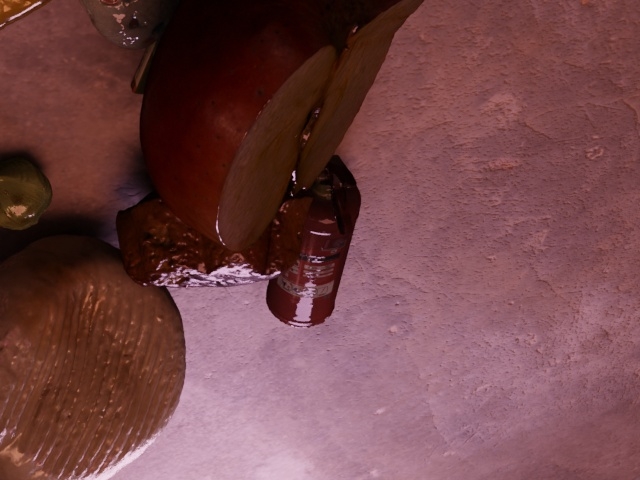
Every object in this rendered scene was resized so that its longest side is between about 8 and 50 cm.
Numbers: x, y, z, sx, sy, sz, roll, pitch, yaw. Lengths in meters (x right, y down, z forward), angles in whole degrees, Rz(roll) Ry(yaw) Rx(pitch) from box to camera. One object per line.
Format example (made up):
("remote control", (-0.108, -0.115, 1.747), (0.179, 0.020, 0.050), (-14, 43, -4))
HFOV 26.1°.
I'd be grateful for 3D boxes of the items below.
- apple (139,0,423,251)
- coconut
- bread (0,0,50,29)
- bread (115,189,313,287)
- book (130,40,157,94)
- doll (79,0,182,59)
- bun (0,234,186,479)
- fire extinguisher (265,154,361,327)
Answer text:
("apple", (-0.043, -0.156, 1.528), (0.328, 0.295, 0.365), (-2, 147, -19))
("coconut", (-0.379, -0.058, 1.715), (0.088, 0.088, 0.096), (-29, 151, 13))
("bread", (-0.399, -0.324, 1.279), (0.323, 0.143, 0.333), (-27, 136, 1))
("bread", (-0.150, -0.011, 1.785), (0.246, 0.135, 0.232), (-8, 170, 42))
("book", (-0.068, -0.276, 1.625), (0.228, 0.018, 0.322), (3, 139, -28))
("doll", (-0.210, -0.266, 1.532), (0.103, 0.071, 0.214), (-33, 139, 7))
("bun", (-0.361, 0.166, 1.866), (0.365, 0.219, 0.365), (-18, 115, -44))
("fire extinguisher", (0.000, 0.000, 1.906), (0.106, 0.147, 0.337), (-9, 144, -17))
